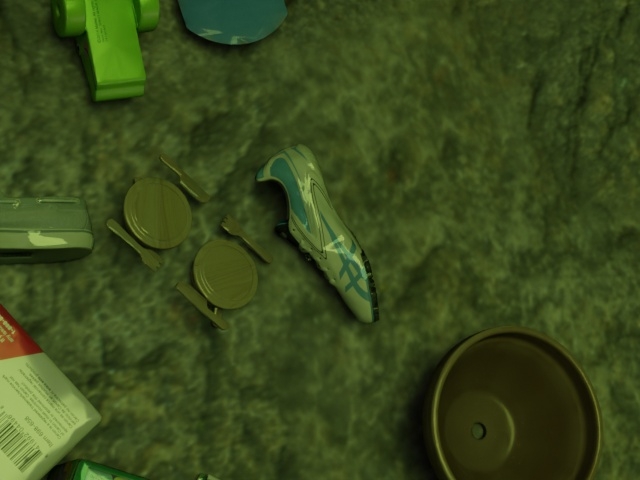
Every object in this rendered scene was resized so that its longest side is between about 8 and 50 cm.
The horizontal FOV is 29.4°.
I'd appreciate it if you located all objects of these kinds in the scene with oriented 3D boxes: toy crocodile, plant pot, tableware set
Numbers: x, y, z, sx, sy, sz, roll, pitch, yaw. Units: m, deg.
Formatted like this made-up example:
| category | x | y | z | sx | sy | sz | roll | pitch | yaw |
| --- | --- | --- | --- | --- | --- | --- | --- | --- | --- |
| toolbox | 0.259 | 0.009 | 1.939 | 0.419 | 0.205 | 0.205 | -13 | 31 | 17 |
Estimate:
| category | x | y | z | sx | sy | sz | roll | pitch | yaw |
| --- | --- | --- | --- | --- | --- | --- | --- | --- | --- |
| toy crocodile | -0.276 | -0.327 | 1.435 | 0.115 | 0.105 | 0.340 | -15 | 88 | -26 |
| plant pot | 0.217 | 0.230 | 1.494 | 0.237 | 0.110 | 0.237 | 6 | 74 | -22 |
| tableware set | -0.157 | 0.008 | 1.430 | 0.194 | 0.039 | 0.128 | 44 | 53 | -14 |

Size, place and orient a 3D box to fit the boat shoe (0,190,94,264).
| category | x | y | z | sx | sy | sz | roll | pitch | yaw |
| --- | --- | --- | --- | --- | --- | --- | --- | --- | --- |
| boat shoe | -0.361 | -0.021 | 1.334 | 0.228 | 0.079 | 0.081 | 2 | 70 | -29 |

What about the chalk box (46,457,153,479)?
| category | x | y | z | sx | sy | sz | roll | pitch | yaw |
| --- | --- | --- | --- | --- | --- | --- | --- | --- | --- |
| chalk box | -0.214 | 0.301 | 1.234 | 0.132 | 0.213 | 0.132 | 23 | 69 | -17 |

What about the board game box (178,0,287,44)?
| category | x | y | z | sx | sy | sz | roll | pitch | yaw |
| --- | --- | --- | --- | --- | --- | --- | --- | --- | --- |
| board game box | -0.122 | -0.316 | 1.529 | 0.133 | 0.033 | 0.168 | -15 | 78 | -20 |

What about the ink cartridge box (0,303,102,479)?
| category | x | y | z | sx | sy | sz | roll | pitch | yaw |
| --- | --- | --- | --- | --- | --- | --- | --- | --- | --- |
| ink cartridge box | -0.394 | 0.206 | 1.236 | 0.273 | 0.114 | 0.197 | -44 | 97 | -26 |

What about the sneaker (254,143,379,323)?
| category | x | y | z | sx | sy | sz | roll | pitch | yaw |
| --- | --- | --- | --- | --- | --- | --- | --- | --- | --- |
| sneaker | 0.000 | 0.000 | 1.483 | 0.086 | 0.085 | 0.237 | -28 | 93 | 0 |

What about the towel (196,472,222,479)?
| category | x | y | z | sx | sy | sz | roll | pitch | yaw |
| --- | --- | --- | --- | --- | --- | --- | --- | --- | --- |
| towel | -0.099 | 0.453 | 1.344 | 0.248 | 0.038 | 0.324 | 31 | 67 | -14 |
